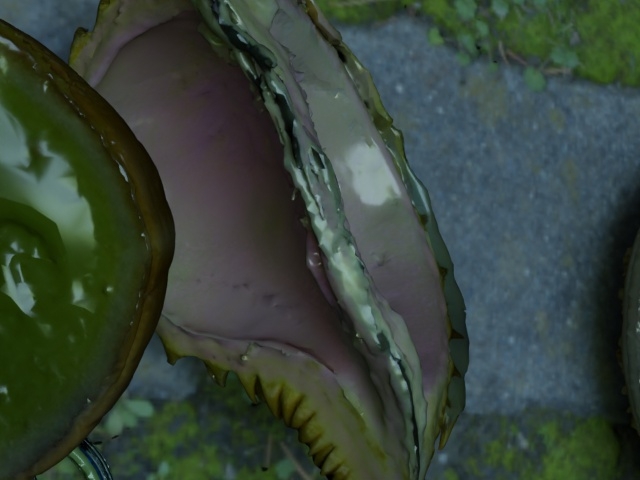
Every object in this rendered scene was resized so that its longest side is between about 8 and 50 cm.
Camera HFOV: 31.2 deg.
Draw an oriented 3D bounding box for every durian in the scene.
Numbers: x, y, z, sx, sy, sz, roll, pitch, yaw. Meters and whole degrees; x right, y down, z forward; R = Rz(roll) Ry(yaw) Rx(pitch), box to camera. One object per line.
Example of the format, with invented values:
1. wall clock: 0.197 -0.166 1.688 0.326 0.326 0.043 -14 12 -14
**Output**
1. durian: 0.000 -0.013 0.591 0.195 0.185 0.305 -32 92 -51

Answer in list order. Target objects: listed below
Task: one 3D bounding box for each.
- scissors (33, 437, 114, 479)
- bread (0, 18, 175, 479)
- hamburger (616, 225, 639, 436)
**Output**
1. scissors: -0.185 0.080 0.559 0.133 0.020 0.187 -22 96 -29
2. bread: -0.182 0.007 0.488 0.236 0.070 0.236 0 97 -1
3. hamburger: 0.326 0.061 0.721 0.302 0.170 0.302 2 86 -29
